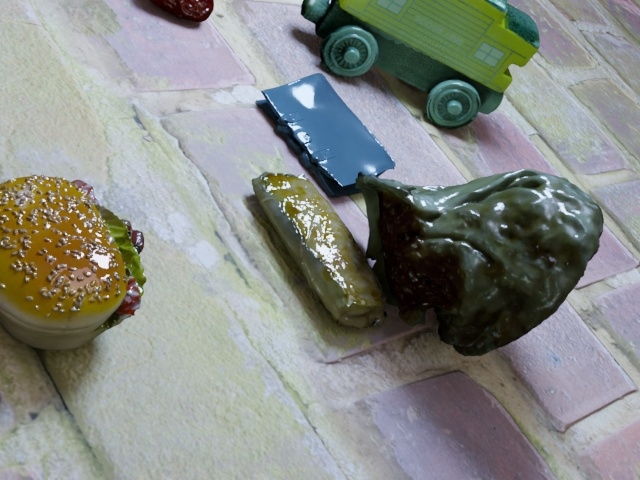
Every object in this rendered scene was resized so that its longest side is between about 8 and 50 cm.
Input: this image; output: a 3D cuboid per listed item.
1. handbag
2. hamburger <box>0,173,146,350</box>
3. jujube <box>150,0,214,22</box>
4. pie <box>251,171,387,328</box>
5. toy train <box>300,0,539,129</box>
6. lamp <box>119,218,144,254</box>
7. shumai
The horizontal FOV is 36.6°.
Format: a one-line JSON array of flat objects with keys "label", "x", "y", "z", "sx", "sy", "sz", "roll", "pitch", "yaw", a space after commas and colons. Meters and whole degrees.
[{"label": "handbag", "x": 0.007, "y": -0.168, "z": 1.570, "sx": 0.144, "sy": 0.057, "sz": 0.221, "roll": -21, "pitch": 66, "yaw": -43}, {"label": "hamburger", "x": -0.286, "y": 0.018, "z": 1.047, "sx": 0.172, "sy": 0.116, "sz": 0.210, "roll": -3, "pitch": 52, "yaw": -40}, {"label": "jujube", "x": -0.235, "y": -0.411, "z": 1.605, "sx": 0.129, "sy": 0.077, "sz": 0.077, "roll": 23, "pitch": 37, "yaw": -31}, {"label": "pie", "x": 0.000, "y": 0.000, "z": 1.362, "sx": 0.128, "sy": 0.068, "sz": 0.282, "roll": -2, "pitch": 47, "yaw": -43}, {"label": "toy train", "x": 0.194, "y": -0.396, "z": 1.794, "sx": 0.442, "sy": 0.272, "sz": 0.179, "roll": 23, "pitch": 35, "yaw": -21}, {"label": "lamp", "x": -0.253, "y": -0.010, "z": 1.183, "sx": 0.083, "sy": 0.031, "sz": 0.063, "roll": 22, "pitch": 40, "yaw": -28}, {"label": "shumai", "x": 0.196, "y": -0.022, "z": 1.336, "sx": 0.288, "sy": 0.330, "sz": 0.292, "roll": 45, "pitch": 59, "yaw": -8}]
